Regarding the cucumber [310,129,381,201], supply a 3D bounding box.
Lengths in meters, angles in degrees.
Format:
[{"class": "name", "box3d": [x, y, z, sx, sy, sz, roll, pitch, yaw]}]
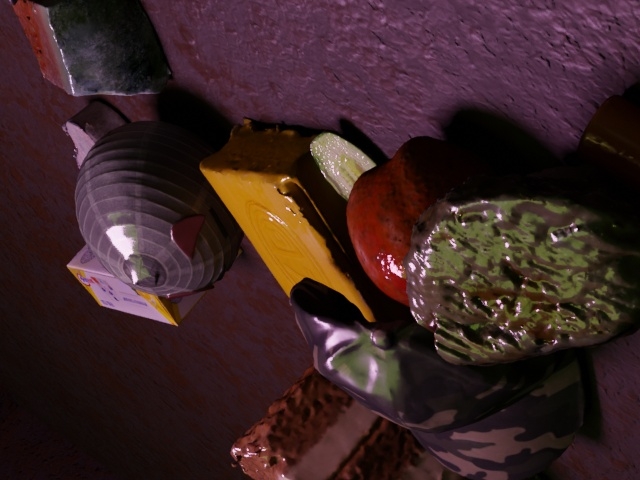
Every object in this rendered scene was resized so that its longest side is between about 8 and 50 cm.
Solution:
[{"class": "cucumber", "box3d": [0.037, -0.090, 1.588, 0.067, 0.035, 0.107, -34, 105, 36]}]

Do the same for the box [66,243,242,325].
[{"class": "box", "box3d": [-0.265, 0.028, 2.131, 0.265, 0.168, 0.097, 5, 141, 53]}]

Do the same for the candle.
[{"class": "candle", "box3d": [-0.307, -0.117, 2.060, 0.168, 0.068, 0.192, 38, 159, 18]}]

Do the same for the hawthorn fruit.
[{"class": "hawthorn fruit", "box3d": [0.121, -0.013, 1.417, 0.189, 0.189, 0.189, 35, 156, 18]}]

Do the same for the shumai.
[{"class": "shumai", "box3d": [0.213, -0.003, 1.257, 0.256, 0.218, 0.189, -12, 108, 38]}]

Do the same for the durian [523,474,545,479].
[{"class": "durian", "box3d": [0.298, 0.369, 1.971, 0.215, 0.086, 0.100, 38, -169, 19]}]

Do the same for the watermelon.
[{"class": "watermelon", "box3d": [-0.330, -0.274, 1.787, 0.257, 0.140, 0.192, 29, 147, 47]}]

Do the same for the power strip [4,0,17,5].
[{"class": "power strip", "box3d": [-0.505, -0.426, 1.749, 0.257, 0.092, 0.251, 35, 161, 51]}]

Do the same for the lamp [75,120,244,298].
[{"class": "lamp", "box3d": [-0.218, -0.035, 1.851, 0.233, 0.233, 0.265, 30, 152, 28]}]

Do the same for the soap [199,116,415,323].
[{"class": "soap", "box3d": [0.000, -0.001, 1.733, 0.204, 0.096, 0.324, 12, 143, 51]}]

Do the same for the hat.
[{"class": "hat", "box3d": [0.144, 0.193, 1.594, 0.366, 0.257, 0.381, 3, 122, 29]}]

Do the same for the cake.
[{"class": "cake", "box3d": [0.058, 0.303, 1.961, 0.290, 0.282, 0.255, 41, 165, 1]}]

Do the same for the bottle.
[{"class": "bottle", "box3d": [0.314, -0.053, 1.168, 0.187, 0.069, 0.069, 35, 156, 18]}]
